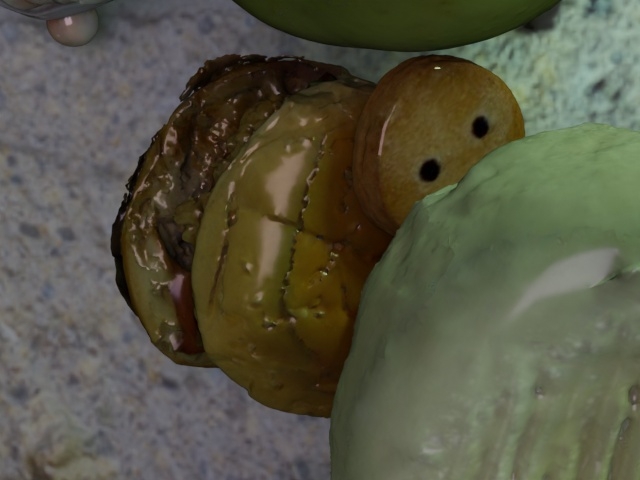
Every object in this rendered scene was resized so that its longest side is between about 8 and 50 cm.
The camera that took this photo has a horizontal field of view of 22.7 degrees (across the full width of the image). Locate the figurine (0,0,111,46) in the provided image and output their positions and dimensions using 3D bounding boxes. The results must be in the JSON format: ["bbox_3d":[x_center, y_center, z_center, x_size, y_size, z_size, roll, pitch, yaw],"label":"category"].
[{"bbox_3d":[-0.219,-0.220,1.093,0.276,0.200,0.133,1,56,30],"label":"figurine"}]

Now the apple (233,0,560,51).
[{"bbox_3d":[0.052,-0.296,0.951,0.357,0.357,0.357,0,93,9],"label":"apple"}]

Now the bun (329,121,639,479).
[{"bbox_3d":[0.188,0.089,0.888,0.360,0.211,0.359,0,113,1],"label":"bun"}]

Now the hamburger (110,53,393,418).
[{"bbox_3d":[0.000,0.000,1.035,0.163,0.244,0.244,33,99,46],"label":"hamburger"}]

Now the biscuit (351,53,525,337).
[{"bbox_3d":[0.115,0.027,0.998,0.205,0.049,0.324,-35,119,-19],"label":"biscuit"}]
